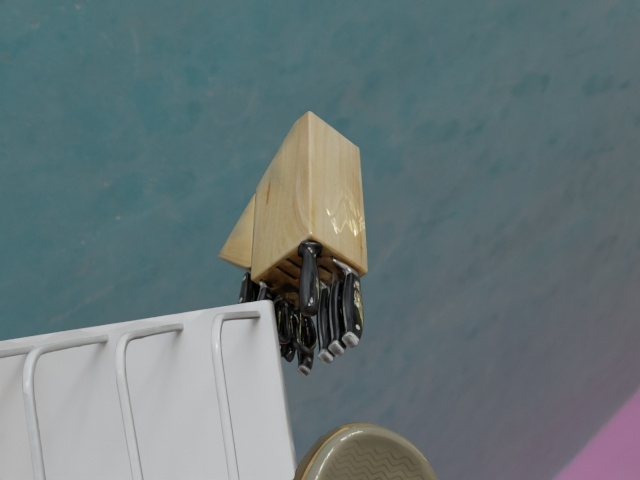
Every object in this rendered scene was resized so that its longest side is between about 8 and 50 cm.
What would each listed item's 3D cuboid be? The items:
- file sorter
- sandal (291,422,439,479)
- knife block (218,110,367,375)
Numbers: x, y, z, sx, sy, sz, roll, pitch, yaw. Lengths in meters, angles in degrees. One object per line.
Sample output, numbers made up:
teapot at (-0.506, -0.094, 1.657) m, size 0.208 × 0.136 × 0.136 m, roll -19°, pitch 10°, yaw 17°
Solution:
file sorter at (-0.170, 0.160, 0.695) m, size 0.173 × 0.278 × 0.192 m, roll 26°, pitch 55°, yaw -83°
sandal at (0.020, 0.149, 0.302) m, size 0.072 × 0.049 × 0.180 m, roll 20°, pitch 63°, yaw -25°
knife block at (0.000, 0.000, 1.023) m, size 0.088 × 0.242 × 0.275 m, roll 35°, pitch 80°, yaw -30°
